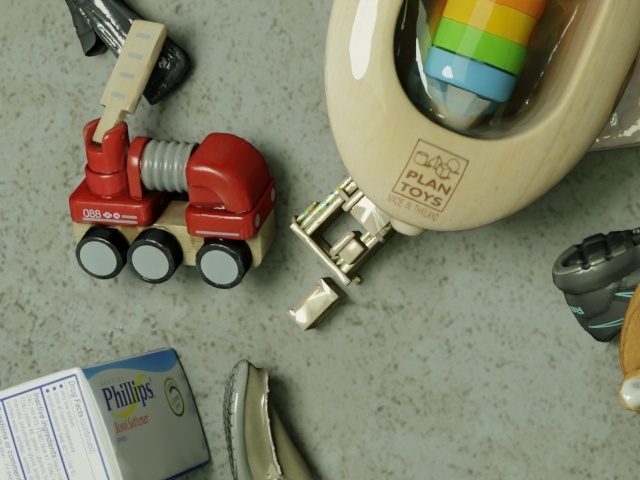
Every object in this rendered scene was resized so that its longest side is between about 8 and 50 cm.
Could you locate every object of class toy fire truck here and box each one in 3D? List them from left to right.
[{"bbox_3d":[-0.161,-0.096,1.765,0.217,0.158,0.246,4,121,16],"label":"toy fire truck"}]

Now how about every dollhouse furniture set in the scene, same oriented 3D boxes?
[{"bbox_3d":[0.000,0.000,1.733,0.182,0.161,0.101,-45,79,11],"label":"dollhouse furniture set"}]

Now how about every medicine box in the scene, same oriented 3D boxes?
[{"bbox_3d":[-0.309,0.233,1.769,0.289,0.263,0.149,-19,86,16],"label":"medicine box"}]

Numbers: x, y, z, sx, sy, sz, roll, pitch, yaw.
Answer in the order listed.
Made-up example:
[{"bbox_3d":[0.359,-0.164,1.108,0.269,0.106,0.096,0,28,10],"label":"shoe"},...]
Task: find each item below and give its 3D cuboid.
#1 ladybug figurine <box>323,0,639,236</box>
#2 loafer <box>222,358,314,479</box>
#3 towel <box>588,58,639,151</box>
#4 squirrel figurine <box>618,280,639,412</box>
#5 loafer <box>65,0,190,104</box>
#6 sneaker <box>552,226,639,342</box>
[{"bbox_3d":[0.158,-0.219,1.608,0.305,0.162,0.449,23,96,-10],"label":"ladybug figurine"},{"bbox_3d":[-0.054,0.252,1.799,0.087,0.094,0.251,-8,98,-9],"label":"loafer"},{"bbox_3d":[0.291,-0.258,1.706,0.317,0.053,0.332,-6,88,16],"label":"towel"},{"bbox_3d":[0.467,0.146,1.492,0.370,0.281,0.397,-10,87,21],"label":"squirrel figurine"},{"bbox_3d":[-0.248,-0.244,1.843,0.223,0.076,0.078,41,93,8],"label":"loafer"},{"bbox_3d":[0.377,0.021,1.677,0.267,0.101,0.106,-21,107,14],"label":"sneaker"}]
